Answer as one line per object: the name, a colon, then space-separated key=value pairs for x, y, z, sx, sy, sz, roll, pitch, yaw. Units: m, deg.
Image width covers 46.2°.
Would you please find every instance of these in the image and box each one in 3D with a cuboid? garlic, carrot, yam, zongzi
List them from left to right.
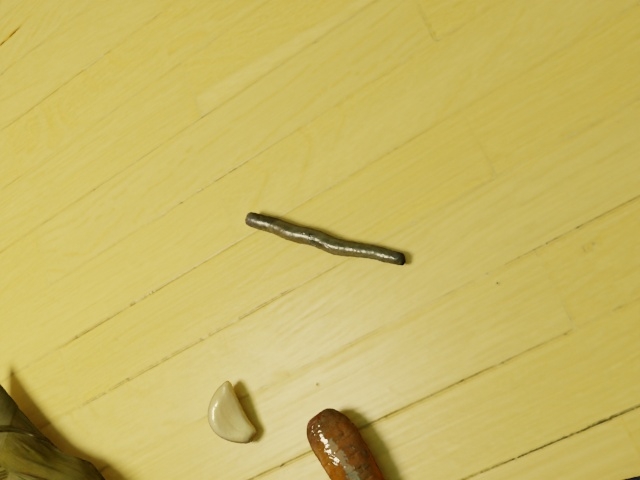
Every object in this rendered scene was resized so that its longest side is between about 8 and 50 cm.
zongzi: x=-0.403 y=0.302 z=1.061 sx=0.250 sy=0.125 sz=0.275 roll=-11 pitch=70 yaw=24
garlic: x=-0.119 y=0.232 z=0.982 sx=0.053 sy=0.041 sz=0.083 roll=-36 pitch=75 yaw=2
yam: x=0.001 y=-0.001 z=0.970 sx=0.234 sy=0.029 sz=0.027 roll=15 pitch=76 yaw=27
carrot: x=0.047 y=0.281 z=0.884 sx=0.060 sy=0.060 sz=0.186 roll=-41 pitch=68 yaw=14

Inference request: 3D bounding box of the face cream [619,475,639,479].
face cream: x=0.244 y=0.359 z=0.667 sx=0.249 sy=0.249 sz=0.225 roll=-30 pitch=72 yaw=18
